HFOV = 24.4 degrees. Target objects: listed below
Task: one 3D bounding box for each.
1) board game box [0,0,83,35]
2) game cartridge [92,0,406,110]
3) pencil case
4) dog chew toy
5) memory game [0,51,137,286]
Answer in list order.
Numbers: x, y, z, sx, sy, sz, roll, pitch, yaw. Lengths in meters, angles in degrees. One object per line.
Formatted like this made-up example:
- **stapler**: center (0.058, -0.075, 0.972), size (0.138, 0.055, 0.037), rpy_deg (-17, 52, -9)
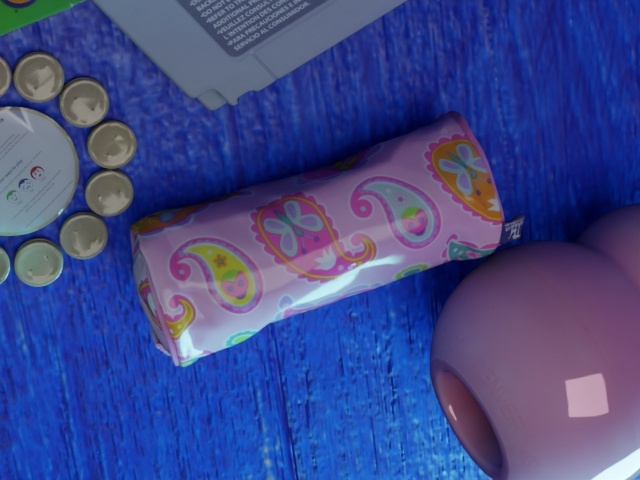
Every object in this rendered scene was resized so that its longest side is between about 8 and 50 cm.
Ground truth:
- **board game box**: center (-0.281, -0.171, 0.962), size (0.259, 0.039, 0.124), rpy_deg (-19, 117, 12)
- **game cartridge**: center (-0.016, -0.222, 0.988), size (0.294, 0.060, 0.196), rpy_deg (-29, 134, 19)
- **pencil case**: center (0.000, 0.000, 1.111), size (0.284, 0.124, 0.124), rpy_deg (-19, 115, -11)
- **dog chew toy**: center (0.255, 0.066, 1.181), size (0.332, 0.206, 0.206), rpy_deg (-27, 116, -15)
- **memory game**: center (-0.226, -0.050, 1.078), size (0.186, 0.012, 0.186), rpy_deg (-6, 113, -15)
